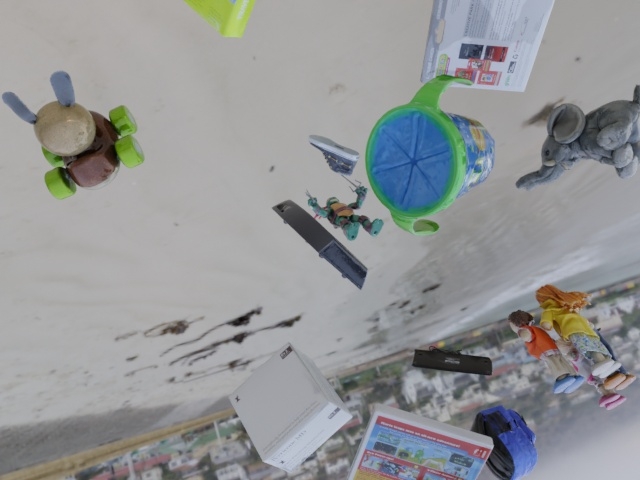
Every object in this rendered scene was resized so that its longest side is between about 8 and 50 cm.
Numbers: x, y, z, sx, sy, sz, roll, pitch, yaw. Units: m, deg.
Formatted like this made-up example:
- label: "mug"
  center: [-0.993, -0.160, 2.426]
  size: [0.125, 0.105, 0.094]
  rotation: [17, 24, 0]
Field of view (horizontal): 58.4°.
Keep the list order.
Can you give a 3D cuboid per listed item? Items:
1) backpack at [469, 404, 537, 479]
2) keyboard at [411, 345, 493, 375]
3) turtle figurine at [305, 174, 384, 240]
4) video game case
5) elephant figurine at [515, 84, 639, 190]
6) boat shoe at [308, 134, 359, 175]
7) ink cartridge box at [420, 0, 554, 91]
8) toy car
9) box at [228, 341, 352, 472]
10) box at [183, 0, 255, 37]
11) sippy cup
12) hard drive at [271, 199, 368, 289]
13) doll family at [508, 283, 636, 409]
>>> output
- label: "backpack"
  center: [0.351, 0.381, 1.071]
  size: [0.101, 0.120, 0.098]
  rotation: [-13, 130, -16]
- label: "keyboard"
  center: [0.324, 0.305, 1.408]
  size: [0.192, 0.038, 0.100]
  rotation: [5, -157, 15]
- label: "turtle figurine"
  center: [0.064, -0.086, 1.594]
  size: [0.175, 0.234, 0.118]
  rotation: [-26, 133, -16]
- label: "video game case"
  center: [0.152, 0.426, 1.001]
  size: [0.204, 0.285, 0.025]
  rotation: [17, -155, 1]
- label: "elephant figurine"
  center: [0.558, -0.216, 1.243]
  size: [0.239, 0.169, 0.186]
  rotation: [8, -143, 48]
- label: "boat shoe"
  center: [0.033, -0.279, 1.881]
  size: [0.065, 0.183, 0.083]
  rotation: [-44, 158, -58]
- label: "ink cartridge box"
  center: [0.395, -0.534, 1.392]
  size: [0.271, 0.130, 0.309]
  rotation: [5, 140, 2]
- label: "toy car"
  center: [-0.395, -0.181, 0.895]
  size: [0.155, 0.149, 0.188]
  rotation: [-24, 146, 1]
- label: "box"
  center: [-0.065, 0.349, 1.204]
  size: [0.181, 0.182, 0.119]
  rotation: [-43, 137, 1]
- label: "box"
  center: [-0.131, -0.407, 0.842]
  size: [0.042, 0.109, 0.178]
  rotation: [-20, 148, -49]
- label: "sippy cup"
  center: [0.253, -0.179, 1.230]
  size: [0.224, 0.240, 0.305]
  rotation: [-16, 158, -44]
- label: "hard drive"
  center: [0.000, 0.000, 1.269]
  size: [0.054, 0.254, 0.172]
  rotation: [-48, 126, 0]
- label: "doll family"
  center: [0.401, 0.148, 0.884]
  size: [0.263, 0.163, 0.118]
  rotation: [26, 117, -40]
